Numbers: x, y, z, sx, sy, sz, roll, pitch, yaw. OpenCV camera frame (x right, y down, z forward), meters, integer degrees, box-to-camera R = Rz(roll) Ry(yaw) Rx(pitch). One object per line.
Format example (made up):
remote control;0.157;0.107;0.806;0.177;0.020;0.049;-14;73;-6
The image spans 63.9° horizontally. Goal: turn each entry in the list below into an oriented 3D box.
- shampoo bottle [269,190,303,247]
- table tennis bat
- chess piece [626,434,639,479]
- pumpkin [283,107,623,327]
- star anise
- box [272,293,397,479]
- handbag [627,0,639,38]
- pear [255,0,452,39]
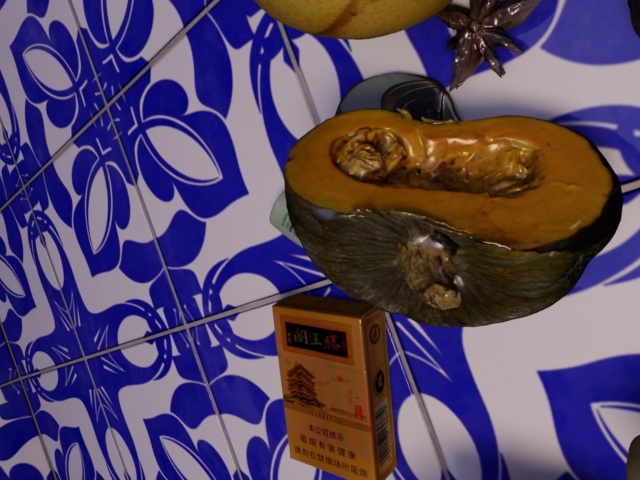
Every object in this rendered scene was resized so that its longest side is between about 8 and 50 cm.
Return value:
shampoo bottle;0.000;0.000;0.797;0.190;0.041;0.069;40;117;23
table tennis bat;0.138;-0.128;0.671;0.301;0.022;0.174;13;111;37
chess piece;0.483;0.160;0.359;0.442;0.234;0.234;-45;74;31
pumpkin;0.128;0.006;0.562;0.324;0.242;0.232;9;137;19
star anise;0.190;-0.244;0.575;0.129;0.056;0.124;-13;93;39
box;0.022;0.231;0.819;0.174;0.076;0.275;2;103;36
handbag;0.309;-0.290;0.356;0.191;0.075;0.332;0;144;39
pear;0.036;-0.357;0.513;0.314;0.314;0.315;11;108;35
